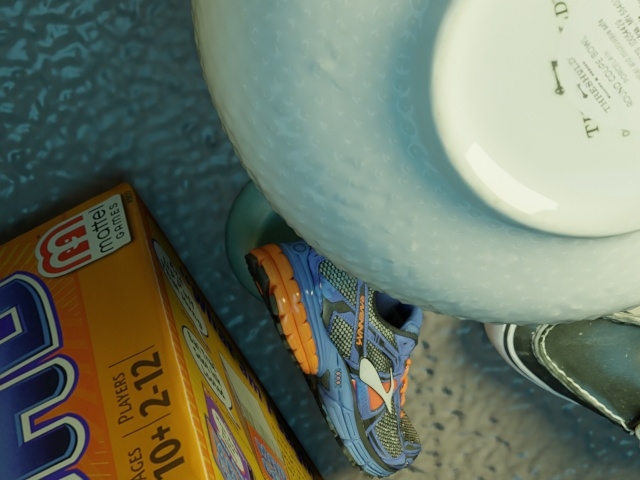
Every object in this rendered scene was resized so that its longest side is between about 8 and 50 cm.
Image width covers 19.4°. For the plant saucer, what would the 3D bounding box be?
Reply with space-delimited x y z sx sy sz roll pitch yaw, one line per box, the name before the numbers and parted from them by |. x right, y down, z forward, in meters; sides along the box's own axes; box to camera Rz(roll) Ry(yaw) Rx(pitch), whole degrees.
plant saucer | 0.000 0.000 1.185 0.119 0.021 0.119 -5 119 -9

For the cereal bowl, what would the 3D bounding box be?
cereal bowl | 0.111 -0.102 0.853 0.339 0.141 0.339 -4 117 -7

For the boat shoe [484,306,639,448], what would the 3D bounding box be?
boat shoe | 0.252 0.102 1.246 0.306 0.105 0.113 26 110 -24

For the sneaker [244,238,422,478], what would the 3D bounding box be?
sneaker | 0.030 0.073 1.180 0.087 0.083 0.221 -26 138 0

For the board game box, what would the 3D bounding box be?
board game box | -0.160 0.261 1.088 0.356 0.356 0.356 -27 125 4
